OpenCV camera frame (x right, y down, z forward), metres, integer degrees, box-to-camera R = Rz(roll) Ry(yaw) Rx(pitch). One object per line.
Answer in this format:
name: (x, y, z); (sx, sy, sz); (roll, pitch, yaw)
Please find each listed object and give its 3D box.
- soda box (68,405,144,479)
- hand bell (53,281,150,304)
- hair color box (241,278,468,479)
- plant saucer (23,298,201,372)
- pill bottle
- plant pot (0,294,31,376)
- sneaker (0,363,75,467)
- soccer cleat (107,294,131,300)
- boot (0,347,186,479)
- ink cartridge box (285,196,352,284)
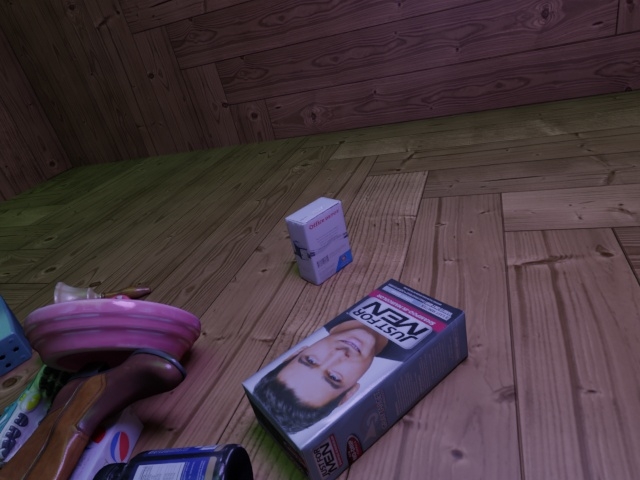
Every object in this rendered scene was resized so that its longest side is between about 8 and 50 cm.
soda box: (-0.390, 0.390, 0.732); (0.069, 0.074, 0.216); (-11, 28, 8)
hand bell: (-0.631, 0.167, 1.264); (0.242, 0.126, 0.126); (-7, 26, -15)
hair color box: (0.073, 0.230, 0.770); (0.374, 0.113, 0.185); (-31, 32, -27)
plant saucer: (-0.420, 0.212, 0.881); (0.332, 0.332, 0.084); (-11, 63, 7)
pill bottle: (-0.221, 0.374, 0.632); (0.219, 0.122, 0.123); (-9, 28, 10)
plant pot: (-0.888, 0.252, 1.132); (0.234, 0.165, 0.165); (28, 47, 30)
sneaker: (-0.609, 0.342, 0.904); (0.110, 0.107, 0.275); (-17, 26, 14)
soccer cleat: (-0.626, 0.232, 1.154); (0.248, 0.083, 0.095); (-37, 6, -28)
boot: (-0.381, 0.309, 0.693); (0.264, 0.096, 0.280); (-7, 29, 16)
ink cartridge box: (0.000, 0.000, 1.146); (0.140, 0.190, 0.082); (-33, 33, -32)
